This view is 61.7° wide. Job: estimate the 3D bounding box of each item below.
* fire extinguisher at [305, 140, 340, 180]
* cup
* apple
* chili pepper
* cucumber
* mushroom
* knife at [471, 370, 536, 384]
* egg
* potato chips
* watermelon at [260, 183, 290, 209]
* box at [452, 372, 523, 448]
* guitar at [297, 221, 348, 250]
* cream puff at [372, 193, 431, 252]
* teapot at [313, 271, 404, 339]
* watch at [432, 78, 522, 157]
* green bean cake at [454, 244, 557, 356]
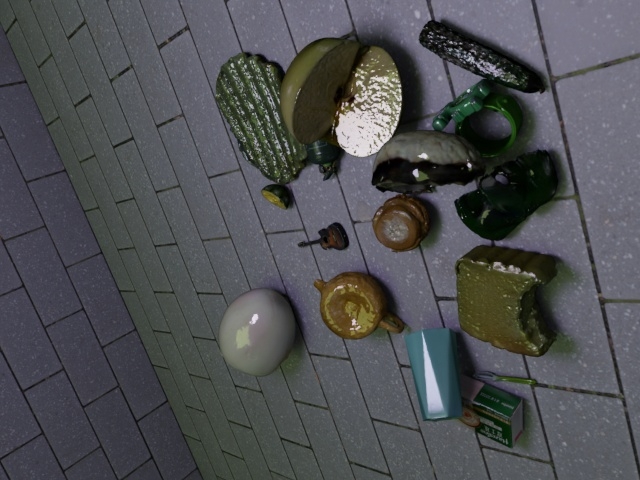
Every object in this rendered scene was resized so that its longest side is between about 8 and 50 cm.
[{"bbox_3d":[-0.010,-0.316,1.514,0.114,0.095,0.311,20,128,65],"label":"fire extinguisher"},{"bbox_3d":[0.318,0.368,1.464,0.134,0.148,0.236,-18,61,26],"label":"cup"},{"bbox_3d":[0.049,-0.355,1.308,0.233,0.295,0.258,-118,41,-64],"label":"apple"},{"bbox_3d":[0.410,-0.090,1.196,0.148,0.116,0.264,49,139,4],"label":"chili pepper"},{"bbox_3d":[0.341,-0.383,1.136,0.293,0.067,0.067,38,135,24],"label":"cucumber"},{"bbox_3d":[0.241,-0.175,1.211,0.247,0.344,0.130,-3,92,2],"label":"mushroom"},{"bbox_3d":[0.495,0.373,1.456,0.184,0.026,0.022,-5,149,45],"label":"knife"},{"bbox_3d":[-0.230,0.329,1.978,0.283,0.283,0.345,34,120,28],"label":"egg"},{"bbox_3d":[-0.177,-0.378,1.666,0.358,0.070,0.429,-13,103,51],"label":"potato chips"},{"bbox_3d":[-0.141,-0.150,1.759,0.105,0.062,0.105,30,167,8],"label":"watermelon"},{"bbox_3d":[0.458,0.473,1.497,0.199,0.081,0.135,17,133,42],"label":"box"},{"bbox_3d":[0.000,0.000,1.740,0.233,0.025,0.088,-13,103,50],"label":"guitar"},{"bbox_3d":[0.218,-0.051,1.418,0.165,0.115,0.150,-8,114,38],"label":"cream puff"},{"bbox_3d":[0.117,0.196,1.649,0.311,0.167,0.203,24,106,9],"label":"teapot"},{"bbox_3d":[0.350,-0.258,1.176,0.152,0.131,0.165,45,137,-10],"label":"watch"},{"bbox_3d":[0.453,0.136,1.280,0.233,0.124,0.236,15,122,41],"label":"green bean cake"}]
